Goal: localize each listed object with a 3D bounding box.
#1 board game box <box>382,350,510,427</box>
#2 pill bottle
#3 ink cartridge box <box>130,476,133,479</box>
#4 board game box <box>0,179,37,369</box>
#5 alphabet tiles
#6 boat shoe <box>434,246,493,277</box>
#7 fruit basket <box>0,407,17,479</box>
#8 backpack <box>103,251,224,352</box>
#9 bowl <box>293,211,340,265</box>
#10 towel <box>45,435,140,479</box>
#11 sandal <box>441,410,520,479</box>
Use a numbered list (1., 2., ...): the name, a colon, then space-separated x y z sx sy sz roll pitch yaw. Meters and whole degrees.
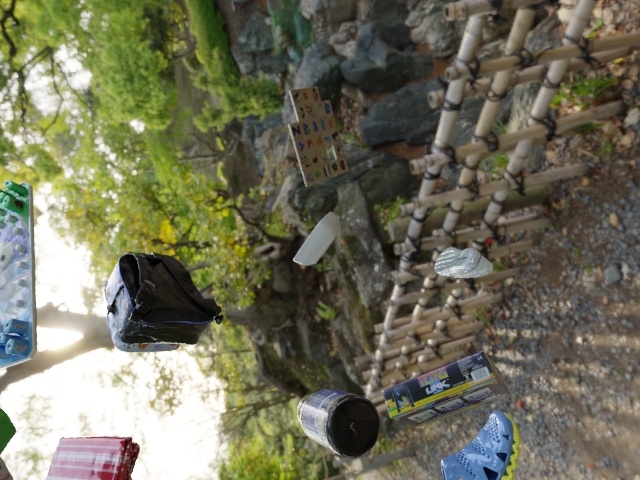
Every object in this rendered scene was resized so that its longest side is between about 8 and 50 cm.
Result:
1. board game box: 0.204 0.243 0.818 0.141 0.170 0.048 42 -154 -54
2. pill bottle: 0.028 0.387 1.113 0.219 0.123 0.122 -22 81 66
3. ink cartridge box: -0.380 0.468 0.918 0.046 0.097 0.207 35 169 -38
4. board game box: -0.766 0.102 1.059 0.050 0.390 0.390 43 -151 -65
5. alphabet tiles: -0.012 -0.274 1.318 0.009 0.198 0.237 -8 103 38
6. boat shoe: 0.364 0.069 1.316 0.083 0.076 0.226 -60 5 -4
7. fruit basket: -0.512 0.228 0.505 0.327 0.165 0.353 65 -161 -9
8. backpack: -0.442 0.160 1.359 0.276 0.213 0.263 17 -146 -49
9. bowl: 0.000 0.000 1.306 0.142 0.053 0.142 -56 -3 19
10. towel: -0.323 0.397 0.656 0.031 0.199 0.274 33 -128 -43
11. sandal: 0.326 0.516 1.123 0.317 0.138 0.126 -62 -5 -4
